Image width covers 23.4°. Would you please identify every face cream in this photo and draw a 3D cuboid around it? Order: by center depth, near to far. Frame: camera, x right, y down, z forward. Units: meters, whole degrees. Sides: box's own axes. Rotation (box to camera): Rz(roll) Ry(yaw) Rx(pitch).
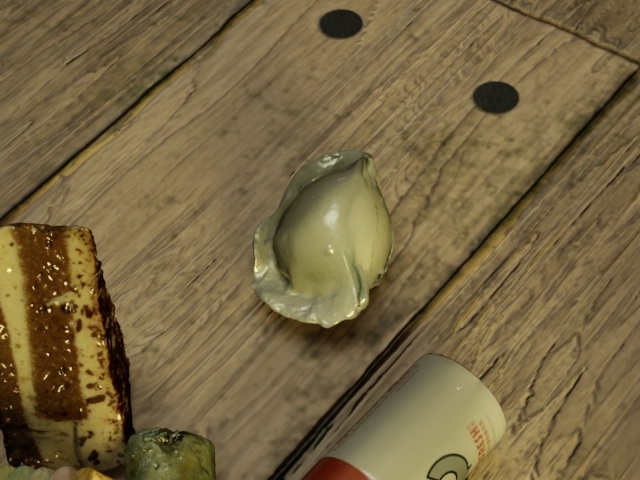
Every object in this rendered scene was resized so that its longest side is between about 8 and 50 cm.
[{"bbox_3d":[0.048,0.194,1.238,0.096,0.096,0.214,32,59,27],"label":"face cream"}]

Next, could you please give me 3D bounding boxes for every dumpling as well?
[{"bbox_3d":[0.000,0.000,1.410,0.127,0.108,0.188,-8,59,31],"label":"dumpling"}]

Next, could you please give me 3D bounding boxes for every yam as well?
[{"bbox_3d":[-0.120,0.235,1.227,0.078,0.078,0.179,-3,50,1],"label":"yam"}]

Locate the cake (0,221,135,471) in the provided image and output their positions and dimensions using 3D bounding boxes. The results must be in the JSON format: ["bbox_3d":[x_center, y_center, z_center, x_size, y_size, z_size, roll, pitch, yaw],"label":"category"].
[{"bbox_3d":[-0.223,0.064,1.282,0.112,0.246,0.135,-7,30,-1],"label":"cake"}]

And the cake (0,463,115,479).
[{"bbox_3d":[-0.231,0.227,1.188,0.225,0.090,0.109,4,63,33],"label":"cake"}]
